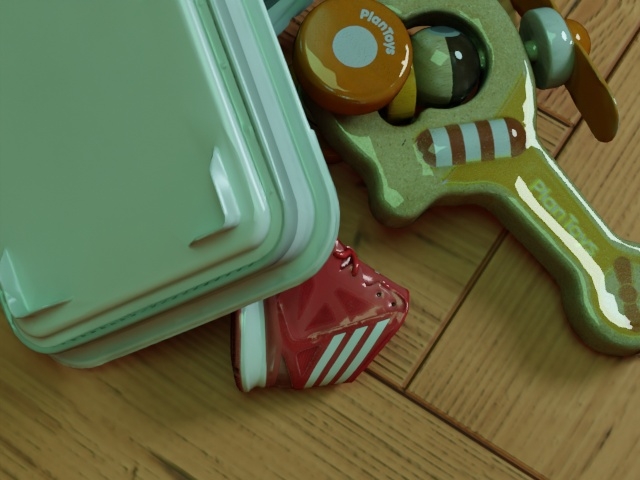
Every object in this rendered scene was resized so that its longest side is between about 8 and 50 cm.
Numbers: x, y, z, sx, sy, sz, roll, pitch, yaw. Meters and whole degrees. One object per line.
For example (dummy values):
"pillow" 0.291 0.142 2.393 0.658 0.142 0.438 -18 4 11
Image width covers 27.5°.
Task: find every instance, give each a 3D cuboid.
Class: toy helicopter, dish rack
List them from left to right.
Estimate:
"dish rack" -0.161 -0.091 0.903 0.285 0.072 0.333 -23 84 29
"toy helicopter" 0.144 -0.071 0.973 0.235 0.140 0.355 -39 85 -19

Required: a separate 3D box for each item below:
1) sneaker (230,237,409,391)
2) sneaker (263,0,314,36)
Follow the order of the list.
"sneaker" 0.000 0.000 0.947 0.128 0.087 0.221 1 102 -8
"sneaker" -0.066 -0.243 0.963 0.321 0.124 0.180 -44 100 5
